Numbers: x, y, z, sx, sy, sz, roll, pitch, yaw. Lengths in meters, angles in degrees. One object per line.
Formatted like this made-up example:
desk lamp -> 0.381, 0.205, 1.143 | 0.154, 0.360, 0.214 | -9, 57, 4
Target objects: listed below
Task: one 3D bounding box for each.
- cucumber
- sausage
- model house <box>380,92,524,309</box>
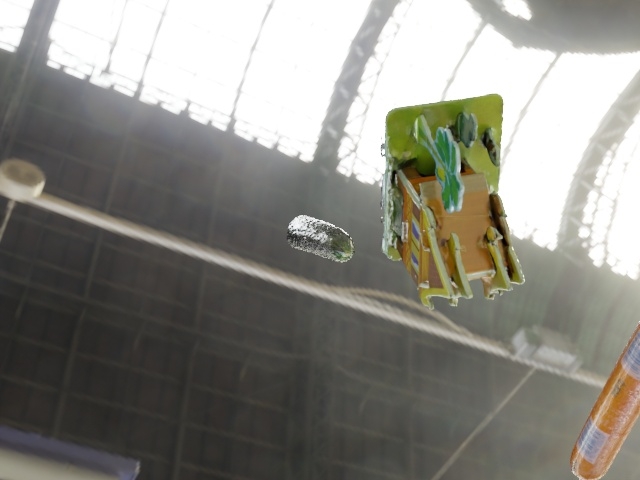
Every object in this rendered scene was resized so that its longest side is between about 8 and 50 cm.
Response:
cucumber -> 0.000, 0.000, 1.502 | 0.058, 0.052, 0.214 | 62, 167, -16
sausage -> 0.368, 0.191, 1.213 | 0.053, 0.348, 0.053 | 5, -137, -5
model house -> 0.266, -0.051, 1.760 | 0.242, 0.358, 0.313 | -10, -146, -14
